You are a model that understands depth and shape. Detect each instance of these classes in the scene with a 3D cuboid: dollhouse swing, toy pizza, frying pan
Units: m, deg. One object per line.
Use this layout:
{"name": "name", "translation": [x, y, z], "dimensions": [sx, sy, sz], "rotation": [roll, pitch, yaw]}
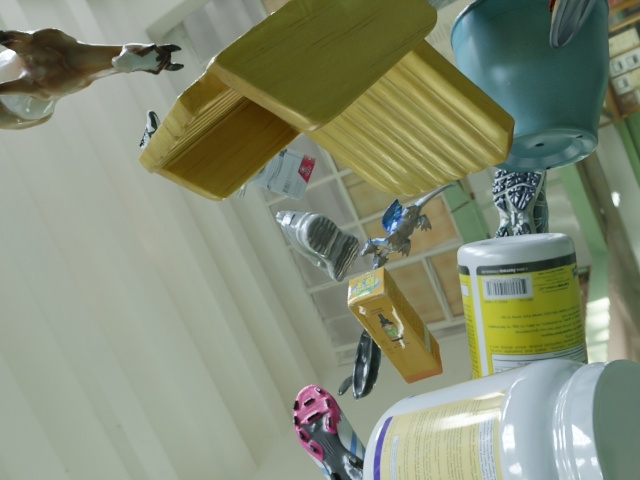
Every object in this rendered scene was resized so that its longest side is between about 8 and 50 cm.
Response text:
{"name": "dollhouse swing", "translation": [0.008, -0.110, 0.760], "dimensions": [0.305, 0.347, 0.315], "rotation": [49, -117, -12]}
{"name": "toy pizza", "translation": [0.371, -0.373, 0.842], "dimensions": [0.032, 0.201, 0.201], "rotation": [32, -159, 23]}
{"name": "frying pan", "translation": [0.104, 0.370, 1.582], "dimensions": [0.197, 0.053, 0.326], "rotation": [-87, 9, -57]}

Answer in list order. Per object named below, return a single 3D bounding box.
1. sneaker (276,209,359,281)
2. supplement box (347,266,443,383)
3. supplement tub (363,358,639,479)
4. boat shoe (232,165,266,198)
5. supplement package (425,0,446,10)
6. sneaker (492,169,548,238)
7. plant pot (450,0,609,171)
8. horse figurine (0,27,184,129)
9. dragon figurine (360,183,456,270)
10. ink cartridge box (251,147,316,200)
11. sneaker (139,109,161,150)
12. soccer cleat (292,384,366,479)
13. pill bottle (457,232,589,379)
{"name": "sneaker", "translation": [0.000, 0.000, 1.309], "dimensions": [0.105, 0.115, 0.281], "rotation": [-57, -32, -13]}
{"name": "supplement box", "translation": [0.137, 0.156, 1.073], "dimensions": [0.233, 0.078, 0.080], "rotation": [53, -154, -32]}
{"name": "supplement tub", "translation": [0.236, 0.277, 0.705], "dimensions": [0.241, 0.331, 0.241], "rotation": [17, -122, -30]}
{"name": "boat shoe", "translation": [-0.164, -0.175, 1.349], "dimensions": [0.088, 0.267, 0.096], "rotation": [25, -128, -15]}
{"name": "supplement package", "translation": [0.100, -0.443, 0.911], "dimensions": [0.199, 0.198, 0.262], "rotation": [45, 175, 3]}
{"name": "sneaker", "translation": [0.447, -0.062, 1.308], "dimensions": [0.122, 0.110, 0.283], "rotation": [21, -105, -45]}
{"name": "plant pot", "translation": [0.376, -0.267, 1.046], "dimensions": [0.272, 0.272, 0.255], "rotation": [20, -116, -52]}
{"name": "horse figurine", "translation": [-0.265, -0.123, 0.495], "dimensions": [0.174, 0.263, 0.066], "rotation": [-30, -77, -51]}
{"name": "dragon figurine", "translation": [0.205, -0.045, 1.477], "dimensions": [0.085, 0.289, 0.144], "rotation": [33, -176, -16]}
{"name": "ink cartridge box", "translation": [-0.100, -0.181, 1.523], "dimensions": [0.150, 0.109, 0.063], "rotation": [20, -159, -4]}
{"name": "sneaker", "translation": [-0.313, -0.187, 1.102], "dimensions": [0.040, 0.044, 0.109], "rotation": [-124, 31, -51]}
{"name": "soccer cleat", "translation": [0.039, 0.465, 1.310], "dimensions": [0.143, 0.116, 0.331], "rotation": [54, 178, -40]}
{"name": "pill bottle", "translation": [0.341, 0.163, 0.993], "dimensions": [0.188, 0.188, 0.334], "rotation": [-13, -84, -59]}
